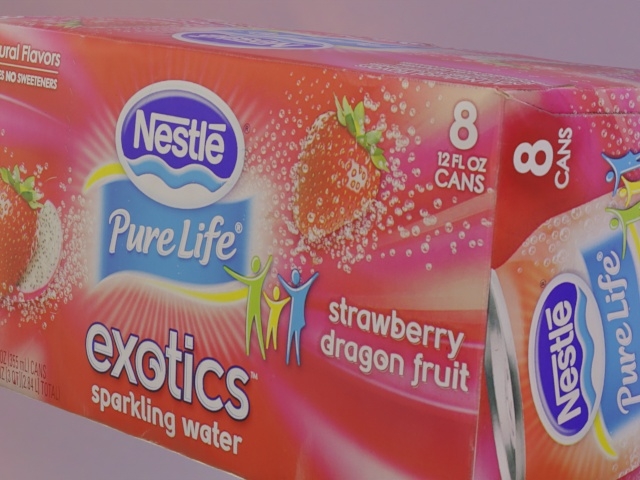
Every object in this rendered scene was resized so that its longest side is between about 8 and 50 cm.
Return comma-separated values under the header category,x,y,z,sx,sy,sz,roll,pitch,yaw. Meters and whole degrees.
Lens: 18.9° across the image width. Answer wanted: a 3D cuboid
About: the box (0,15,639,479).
category,x,y,z,sx,sy,sz,roll,pitch,yaw
box,0.000,0.000,0.608,0.122,0.128,0.257,-4,12,-42
